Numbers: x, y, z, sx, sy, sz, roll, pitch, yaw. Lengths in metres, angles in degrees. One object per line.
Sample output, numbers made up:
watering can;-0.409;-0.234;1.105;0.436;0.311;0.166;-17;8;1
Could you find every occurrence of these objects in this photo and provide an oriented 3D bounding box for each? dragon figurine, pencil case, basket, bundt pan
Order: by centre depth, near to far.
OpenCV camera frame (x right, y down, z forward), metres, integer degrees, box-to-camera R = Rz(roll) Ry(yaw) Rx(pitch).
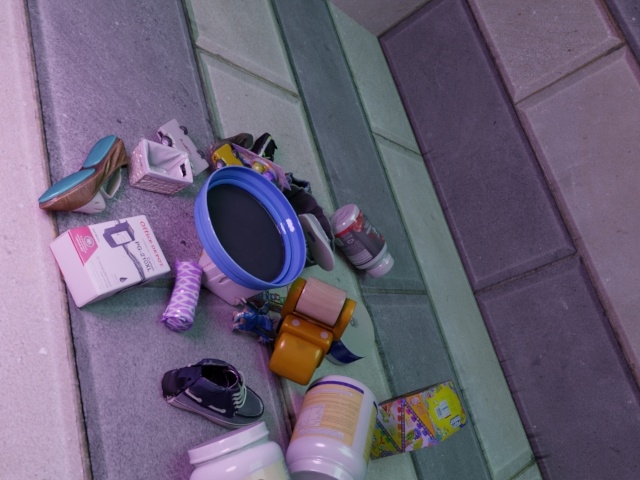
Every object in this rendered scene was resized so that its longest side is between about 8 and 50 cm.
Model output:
pencil case;-0.383;0.154;1.534;0.088;0.086;0.206;19;46;-18
basket;-0.482;-0.213;1.642;0.167;0.103;0.113;13;56;-53
dragon figurine;-0.189;0.223;1.650;0.144;0.289;0.085;3;54;-12
bundt pan;-0.094;-0.039;2.063;0.331;0.124;0.331;35;41;-37

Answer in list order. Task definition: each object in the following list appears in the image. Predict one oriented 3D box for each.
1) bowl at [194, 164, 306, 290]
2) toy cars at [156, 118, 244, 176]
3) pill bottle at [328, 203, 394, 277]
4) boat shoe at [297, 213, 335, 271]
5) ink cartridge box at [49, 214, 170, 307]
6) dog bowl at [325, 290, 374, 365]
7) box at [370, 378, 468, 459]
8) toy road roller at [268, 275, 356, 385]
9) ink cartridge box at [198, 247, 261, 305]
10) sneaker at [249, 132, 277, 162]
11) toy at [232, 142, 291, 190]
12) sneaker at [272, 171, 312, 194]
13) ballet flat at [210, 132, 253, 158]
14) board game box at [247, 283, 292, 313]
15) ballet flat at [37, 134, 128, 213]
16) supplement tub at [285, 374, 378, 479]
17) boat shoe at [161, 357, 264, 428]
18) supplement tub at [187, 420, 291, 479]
bowl;-0.202;-0.033;1.613;0.391;0.077;0.391;34;40;-34
toy cars;-0.385;-0.260;1.845;0.394;0.087;0.176;21;57;-42
pill bottle;0.175;0.010;2.371;0.318;0.176;0.176;49;34;-22
boat shoe;-0.001;0.000;1.975;0.081;0.079;0.227;-27;86;-55
ink cartridge box;-0.523;0.045;1.388;0.237;0.100;0.172;-23;86;-59
dog bowl;0.086;0.326;2.067;0.265;0.104;0.265;36;40;-37
box;0.341;0.653;2.025;0.290;0.279;0.177;3;64;-54
toy road roller;-0.042;0.293;1.703;0.202;0.329;0.240;23;48;2
ink cartridge box;-0.255;0.048;1.712;0.168;0.171;0.232;42;38;-30
sneaker;-0.215;-0.340;2.153;0.097;0.084;0.234;49;33;-23
toy;-0.222;-0.250;1.968;0.237;0.056;0.137;33;-18;26
sneaker;-0.076;-0.178;2.192;0.262;0.125;0.104;34;41;-38
ballet flat;-0.334;-0.346;2.017;0.250;0.058;0.084;-43;142;-53
board game box;-0.171;0.161;1.871;0.193;0.045;0.147;26;46;-45
ballet flat;-0.597;-0.149;1.445;0.342;0.116;0.124;-77;150;-52
supplement tub;0.035;0.600;1.650;0.241;0.241;0.331;50;33;-20
boat shoe;-0.240;0.411;1.467;0.340;0.158;0.127;30;44;-41
supplement tub;-0.177;0.629;1.323;0.235;0.235;0.325;-2;68;-56
